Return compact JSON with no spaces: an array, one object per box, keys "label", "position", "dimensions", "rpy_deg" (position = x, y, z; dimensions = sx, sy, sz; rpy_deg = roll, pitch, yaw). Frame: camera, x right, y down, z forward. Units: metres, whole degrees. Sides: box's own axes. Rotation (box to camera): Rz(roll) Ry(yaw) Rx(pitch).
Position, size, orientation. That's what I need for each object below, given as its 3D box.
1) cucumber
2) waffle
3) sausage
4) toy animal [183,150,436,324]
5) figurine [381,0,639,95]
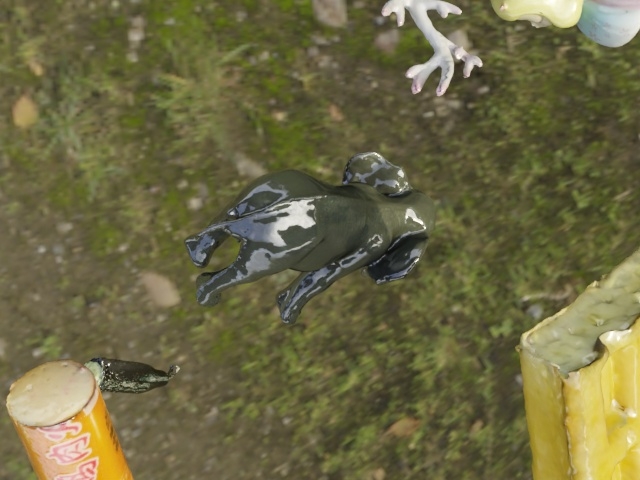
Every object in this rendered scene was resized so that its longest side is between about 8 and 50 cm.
[{"label":"cucumber","position":[-0.219,0.158,1.692],"dimensions":[0.039,0.163,0.043],"rpy_deg":[8,84,28]},{"label":"waffle","position":[0.211,0.109,0.896],"dimensions":[0.055,0.248,0.221],"rpy_deg":[14,124,39]},{"label":"sausage","position":[-0.180,0.197,1.144],"dimensions":[0.071,0.071,0.234],"rpy_deg":[13,137,26]},{"label":"toy animal","position":[0.003,0.005,1.199],"dimensions":[0.146,0.245,0.115],"rpy_deg":[-36,75,33]},{"label":"figurine","position":[0.224,-0.302,1.633],"dimensions":[0.315,0.284,0.206],"rpy_deg":[4,126,-15]}]
